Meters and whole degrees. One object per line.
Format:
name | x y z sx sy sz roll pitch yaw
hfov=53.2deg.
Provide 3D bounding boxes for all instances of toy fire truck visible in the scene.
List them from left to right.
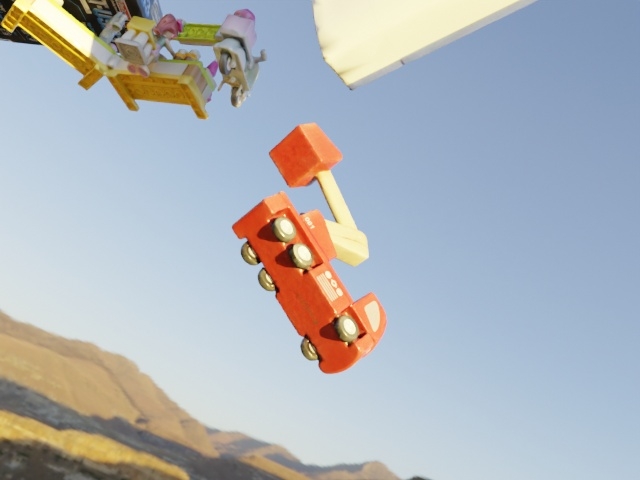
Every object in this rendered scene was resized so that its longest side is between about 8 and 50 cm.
toy fire truck | 0.000 0.000 0.527 0.047 0.135 0.192 -36 -95 36

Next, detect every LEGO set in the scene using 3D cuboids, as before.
LEGO set | -0.182 -0.208 0.594 0.287 0.107 0.132 22 -27 3

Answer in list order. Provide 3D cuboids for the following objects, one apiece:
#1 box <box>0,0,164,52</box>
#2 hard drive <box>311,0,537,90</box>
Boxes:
box | -0.340 -0.304 0.685 0.294 0.073 0.295 3 -10 -3
hard drive | 0.133 -0.224 0.302 0.319 0.210 0.040 -21 -32 24
